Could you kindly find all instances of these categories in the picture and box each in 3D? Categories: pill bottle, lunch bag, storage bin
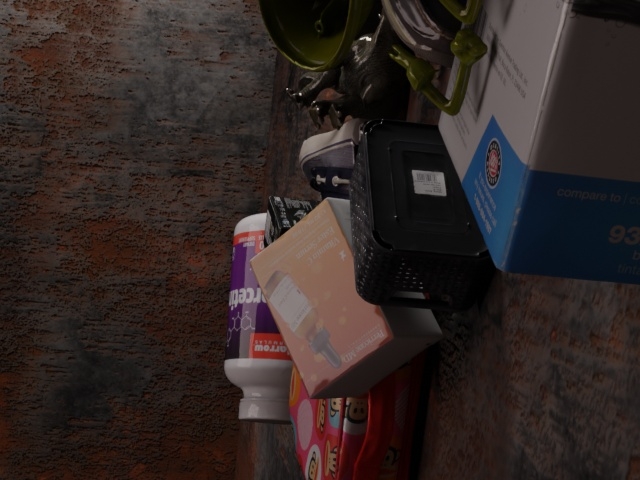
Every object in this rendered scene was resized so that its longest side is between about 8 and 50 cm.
[{"bbox_3d":[-0.057,0.126,1.966,0.181,0.182,0.322,130,144,-75],"label":"pill bottle"},{"bbox_3d":[0.046,0.165,1.450,0.258,0.120,0.293,-133,50,-74],"label":"lunch bag"},{"bbox_3d":[0.098,-0.027,1.227,0.084,0.122,0.180,104,168,-48],"label":"storage bin"}]

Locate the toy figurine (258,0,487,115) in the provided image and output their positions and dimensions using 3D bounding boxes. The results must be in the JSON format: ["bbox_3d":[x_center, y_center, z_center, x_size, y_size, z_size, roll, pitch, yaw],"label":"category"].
[{"bbox_3d":[0.083,-0.290,0.773,0.217,0.191,0.362,-47,-29,-41],"label":"toy figurine"}]

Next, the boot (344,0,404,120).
[{"bbox_3d":[0.073,-0.307,1.657,0.115,0.112,0.305,-71,-15,-81],"label":"boot"}]

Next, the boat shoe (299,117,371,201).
[{"bbox_3d":[0.033,-0.055,1.642,0.340,0.127,0.158,151,131,-79],"label":"boat shoe"}]

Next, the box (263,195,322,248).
[{"bbox_3d":[0.000,0.000,1.779,0.180,0.147,0.077,-116,32,-72],"label":"box"}]

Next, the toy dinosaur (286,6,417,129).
[{"bbox_3d":[0.055,-0.202,1.505,0.121,0.160,0.313,65,162,8],"label":"toy dinosaur"}]

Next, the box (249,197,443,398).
[{"bbox_3d":[0.025,0.061,1.297,0.130,0.091,0.170,-40,63,29],"label":"box"}]

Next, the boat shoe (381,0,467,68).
[{"bbox_3d":[0.127,-0.326,1.193,0.130,0.132,0.355,108,163,-57],"label":"boat shoe"}]

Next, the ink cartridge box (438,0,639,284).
[{"bbox_3d":[0.178,-0.159,0.753,0.223,0.129,0.307,-97,15,-61],"label":"ink cartridge box"}]
